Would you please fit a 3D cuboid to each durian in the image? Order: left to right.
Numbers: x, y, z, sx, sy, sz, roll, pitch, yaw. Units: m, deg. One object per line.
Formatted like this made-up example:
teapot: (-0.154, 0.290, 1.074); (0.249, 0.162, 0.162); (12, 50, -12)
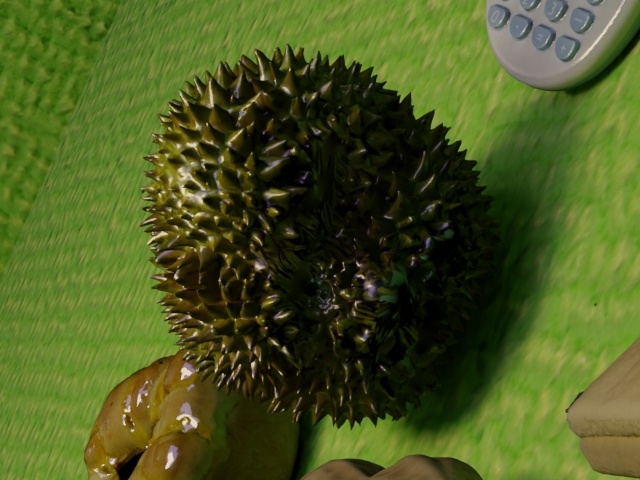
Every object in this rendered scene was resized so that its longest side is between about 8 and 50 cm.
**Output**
durian: (0.001, 0.001, 1.360); (0.224, 0.291, 0.291); (129, 162, -71)

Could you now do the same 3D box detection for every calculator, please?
calculator: (0.208, -0.255, 1.357); (0.188, 0.042, 0.303); (37, 107, 54)

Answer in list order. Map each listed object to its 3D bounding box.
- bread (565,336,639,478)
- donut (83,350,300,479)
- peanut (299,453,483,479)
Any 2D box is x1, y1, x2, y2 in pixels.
bread: (0.208, 0.066, 0.930); (0.139, 0.060, 0.178); (-41, 6, -17)
donut: (-0.122, 0.203, 1.599); (0.261, 0.128, 0.209); (-30, 39, 59)
peanut: (0.044, 0.193, 1.200); (0.125, 0.111, 0.274); (-63, 19, -11)
